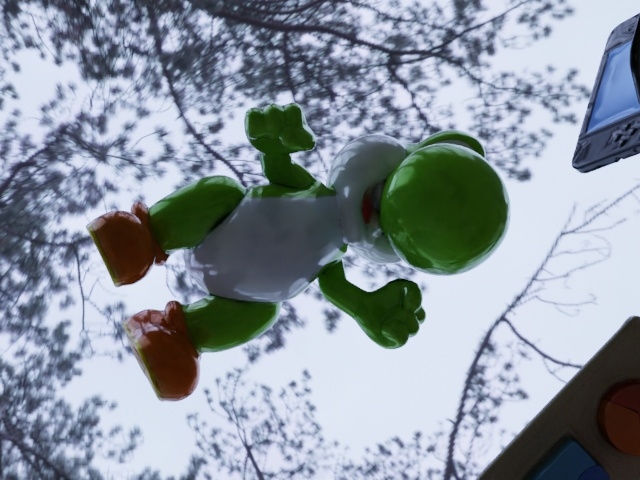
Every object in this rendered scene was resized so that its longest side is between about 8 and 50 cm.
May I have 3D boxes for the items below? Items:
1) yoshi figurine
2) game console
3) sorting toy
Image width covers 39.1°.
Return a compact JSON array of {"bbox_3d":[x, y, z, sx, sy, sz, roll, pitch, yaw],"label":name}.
[{"bbox_3d":[0.007,-0.005,0.751,0.362,0.204,0.203,-22,-122,-17],"label":"yoshi figurine"},{"bbox_3d":[0.182,-0.117,0.540,0.071,0.107,0.122,32,-115,-19],"label":"game console"},{"bbox_3d":[0.309,0.249,0.793,0.307,0.041,0.229,45,-98,-5],"label":"sorting toy"}]
